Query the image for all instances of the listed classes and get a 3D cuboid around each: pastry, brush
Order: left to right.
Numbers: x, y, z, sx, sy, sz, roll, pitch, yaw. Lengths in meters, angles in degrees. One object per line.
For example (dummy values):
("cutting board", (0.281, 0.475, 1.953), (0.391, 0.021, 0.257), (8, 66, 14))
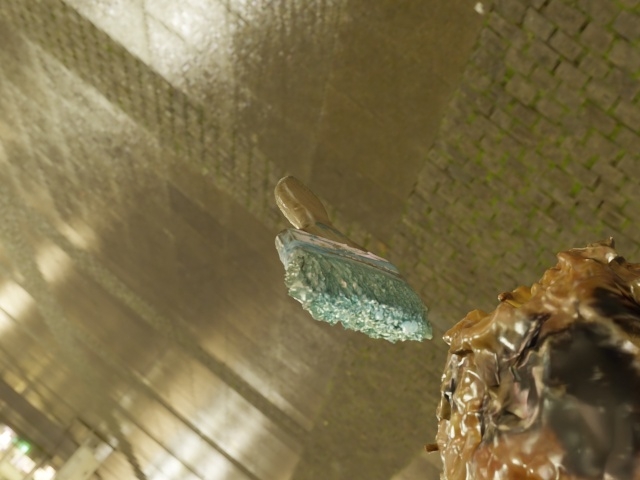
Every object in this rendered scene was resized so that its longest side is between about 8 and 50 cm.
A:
("brush", (0.000, 0.000, 0.510), (0.070, 0.021, 0.196), (18, -166, -19))
("pastry", (0.234, 0.207, 0.772), (0.337, 0.293, 0.405), (-4, -106, -69))
